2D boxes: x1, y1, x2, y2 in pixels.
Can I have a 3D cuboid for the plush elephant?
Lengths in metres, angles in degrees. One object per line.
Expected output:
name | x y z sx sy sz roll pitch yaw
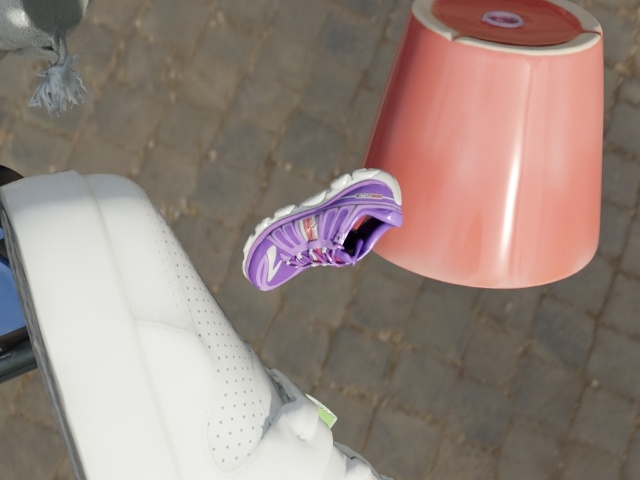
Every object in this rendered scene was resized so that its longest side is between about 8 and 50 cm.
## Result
plush elephant | -0.416 -0.311 1.938 0.272 0.255 0.330 -10 96 -53

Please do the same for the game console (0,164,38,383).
game console | -0.372 0.043 1.357 0.386 0.060 0.342 -23 34 -37

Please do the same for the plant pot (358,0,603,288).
plant pot | 0.175 -0.121 1.587 0.275 0.243 0.275 4 28 -2

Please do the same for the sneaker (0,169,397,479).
sneaker | 0.024 0.093 0.458 0.169 0.108 0.292 -23 103 -9

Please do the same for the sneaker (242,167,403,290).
sneaker | 0.000 0.000 1.366 0.068 0.170 0.071 29 37 -45

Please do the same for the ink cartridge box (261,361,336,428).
ink cartridge box | -0.085 0.224 1.471 0.062 0.109 0.209 38 85 -24
